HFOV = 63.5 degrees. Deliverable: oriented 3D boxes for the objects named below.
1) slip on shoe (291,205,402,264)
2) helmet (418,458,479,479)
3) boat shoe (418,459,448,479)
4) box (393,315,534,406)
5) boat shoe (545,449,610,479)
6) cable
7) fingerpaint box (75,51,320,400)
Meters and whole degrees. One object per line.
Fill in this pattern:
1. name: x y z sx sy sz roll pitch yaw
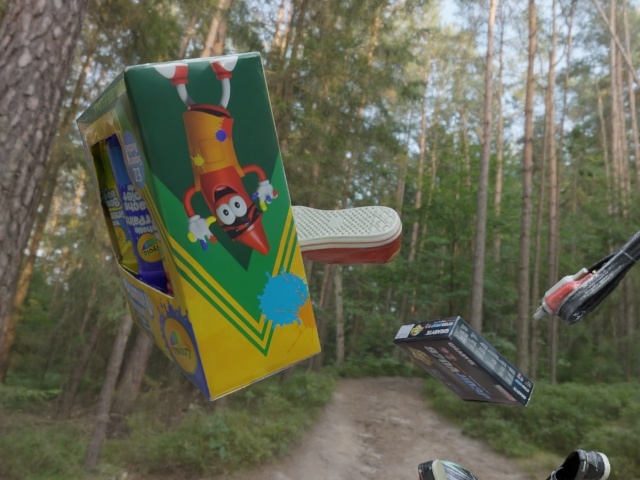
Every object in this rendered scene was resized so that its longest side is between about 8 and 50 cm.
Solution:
1. slip on shoe: 0.000 0.000 1.002 0.331 0.123 0.101 0 -46 24
2. helmet: 0.367 0.718 1.492 0.162 0.169 0.169 26 -17 -8
3. boat shoe: 0.211 0.459 0.916 0.042 0.133 0.049 -25 -16 31
4. box: 0.277 0.240 1.019 0.220 0.051 0.175 41 -28 -14
5. boat shoe: 0.592 0.578 1.257 0.079 0.084 0.233 13 -50 -13
6. cable: 0.437 0.030 0.790 0.139 0.287 0.072 -4 42 -51
7. fingerpaint box: -0.209 -0.030 0.757 0.163 0.371 0.445 -18 14 -28
